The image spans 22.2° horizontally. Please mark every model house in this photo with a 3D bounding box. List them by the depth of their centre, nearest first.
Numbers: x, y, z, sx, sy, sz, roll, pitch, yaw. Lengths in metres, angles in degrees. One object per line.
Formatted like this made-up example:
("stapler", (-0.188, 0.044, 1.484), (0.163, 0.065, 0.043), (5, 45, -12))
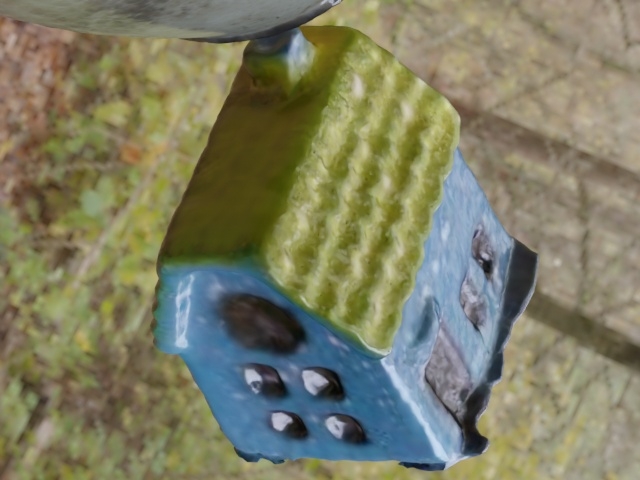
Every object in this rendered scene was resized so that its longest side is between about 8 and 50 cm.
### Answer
("model house", (0.000, 0.000, 1.220), (0.303, 0.215, 0.237), (57, 43, -42))

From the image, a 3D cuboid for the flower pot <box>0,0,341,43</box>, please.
("flower pot", (-0.120, -0.248, 0.850), (0.330, 0.293, 0.294), (-19, 131, -67))
